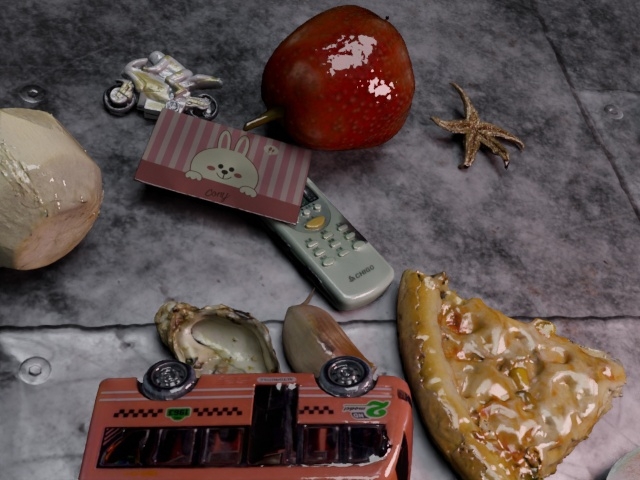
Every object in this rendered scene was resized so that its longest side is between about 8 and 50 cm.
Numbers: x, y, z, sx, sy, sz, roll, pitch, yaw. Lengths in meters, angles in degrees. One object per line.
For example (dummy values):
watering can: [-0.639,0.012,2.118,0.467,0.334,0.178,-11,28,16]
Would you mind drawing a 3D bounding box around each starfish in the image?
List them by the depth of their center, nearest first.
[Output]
starfish: [0.335,-0.240,1.886,0.213,0.057,0.238,-2,57,-28]

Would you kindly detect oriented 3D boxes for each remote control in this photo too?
remote control: [0.000,0.000,1.593,0.140,0.056,0.296,-29,64,-31]

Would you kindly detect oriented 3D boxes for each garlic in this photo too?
garlic: [-0.003,0.163,1.457,0.128,0.090,0.198,-11,48,-42]

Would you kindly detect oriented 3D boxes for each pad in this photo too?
pad: [-0.171,-0.140,1.610,0.299,0.005,0.202,16,49,-6]

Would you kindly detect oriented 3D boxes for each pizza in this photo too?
pizza: [0.296,0.260,1.461,0.435,0.080,0.392,20,51,4]

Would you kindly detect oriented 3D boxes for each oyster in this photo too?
oyster: [-0.143,0.216,1.372,0.166,0.094,0.294,-19,71,-10]

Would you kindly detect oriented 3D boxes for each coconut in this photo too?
coconut: [-0.487,-0.095,1.402,0.245,0.245,0.247,-33,73,-34]

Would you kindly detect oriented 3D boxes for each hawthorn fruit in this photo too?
hawthorn fruit: [0.011,-0.288,1.697,0.369,0.285,0.285,-31,66,-18]

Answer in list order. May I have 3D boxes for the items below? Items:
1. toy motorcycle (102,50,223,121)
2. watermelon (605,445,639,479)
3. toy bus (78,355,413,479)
toy motorcycle: [-0.307,-0.303,1.722,0.228,0.074,0.151,4,69,-5]
watermelon: [0.567,0.439,1.377,0.322,0.188,0.175,-28,109,-40]
toy bus: [-0.089,0.299,1.158,0.426,0.203,0.233,-1,37,2]
